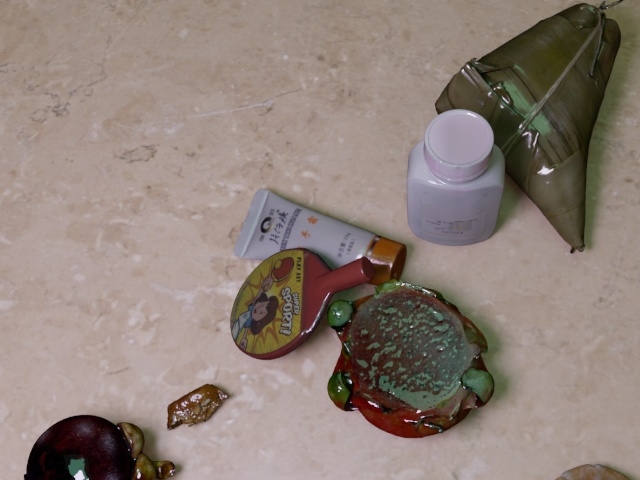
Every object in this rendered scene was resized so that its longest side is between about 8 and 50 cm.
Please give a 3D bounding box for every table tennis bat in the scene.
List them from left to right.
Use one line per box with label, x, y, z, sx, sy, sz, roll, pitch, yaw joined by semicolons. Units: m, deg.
table tennis bat;-0.039;0.096;1.352;0.310;0.038;0.200;-24;51;35

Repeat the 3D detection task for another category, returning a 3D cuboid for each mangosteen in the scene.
mangosteen;-0.355;0.374;1.283;0.231;0.194;0.194;-8;63;-23

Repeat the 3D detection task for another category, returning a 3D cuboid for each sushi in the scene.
sushi;-0.212;0.287;1.364;0.118;0.061;0.060;-34;74;14

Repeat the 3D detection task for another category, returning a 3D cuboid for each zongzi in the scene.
zongzi;0.489;-0.252;1.462;0.447;0.181;0.418;-34;82;-12

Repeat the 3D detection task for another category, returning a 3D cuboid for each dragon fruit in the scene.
dragon fruit;0.141;0.194;1.314;0.295;0.130;0.268;36;75;20

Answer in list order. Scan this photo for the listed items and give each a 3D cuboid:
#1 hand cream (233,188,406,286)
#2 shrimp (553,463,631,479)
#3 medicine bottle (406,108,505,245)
hand cream;0.000;0.000;1.449;0.314;0.089;0.139;13;78;21
shrimp;0.372;0.478;1.193;0.168;0.077;0.317;37;73;17
medicine bottle;0.225;-0.096;1.341;0.161;0.296;0.111;2;67;9
